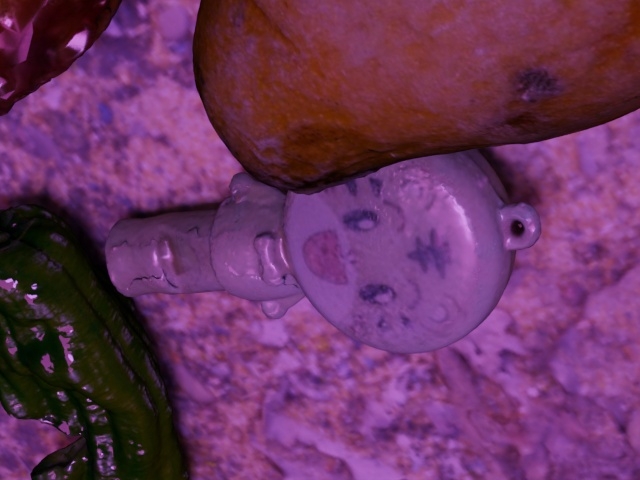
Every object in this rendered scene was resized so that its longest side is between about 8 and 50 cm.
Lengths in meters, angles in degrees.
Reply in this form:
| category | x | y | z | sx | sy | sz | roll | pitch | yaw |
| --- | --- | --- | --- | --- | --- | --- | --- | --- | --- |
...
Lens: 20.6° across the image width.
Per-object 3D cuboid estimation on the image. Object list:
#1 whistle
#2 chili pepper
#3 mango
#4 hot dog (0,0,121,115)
| category | x | y | z | sx | sy | sz | roll | pitch | yaw |
| --- | --- | --- | --- | --- | --- | --- | --- | --- | --- |
| whistle | 0.000 | 0.000 | 0.941 | 0.258 | 0.067 | 0.126 | -6 | 107 | 29 |
| chili pepper | -0.138 | 0.088 | 1.044 | 0.099 | 0.083 | 0.253 | 0 | 127 | 22 |
| mango | 0.065 | -0.131 | 0.773 | 0.329 | 0.176 | 0.176 | -14 | 78 | 46 |
| hot dog | -0.272 | -0.200 | 0.835 | 0.387 | 0.174 | 0.267 | 35 | 126 | -4 |
